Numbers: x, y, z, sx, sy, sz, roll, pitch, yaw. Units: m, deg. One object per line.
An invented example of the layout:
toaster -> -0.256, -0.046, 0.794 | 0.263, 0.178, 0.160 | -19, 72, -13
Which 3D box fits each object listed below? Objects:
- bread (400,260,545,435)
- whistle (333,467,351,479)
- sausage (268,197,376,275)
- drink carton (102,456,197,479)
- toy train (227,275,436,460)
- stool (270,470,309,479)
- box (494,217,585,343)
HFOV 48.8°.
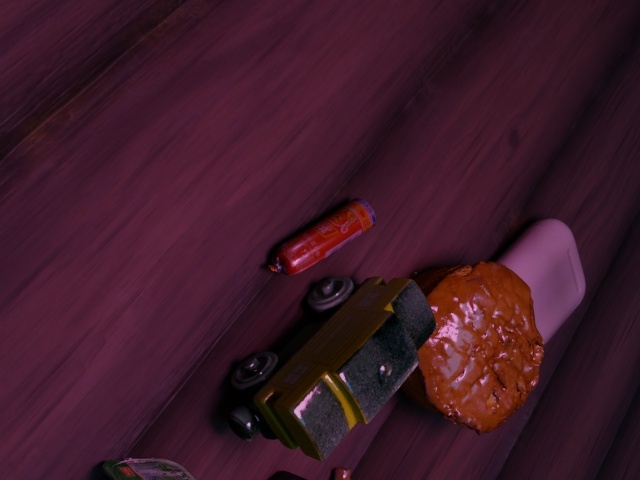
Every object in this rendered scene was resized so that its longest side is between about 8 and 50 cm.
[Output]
bread -> 0.338, 0.246, 1.638 | 0.399, 0.215, 0.397 | -2, 94, -32
whistle -> 0.040, 0.603, 1.514 | 0.057, 0.107, 0.219 | 26, 62, -48
sausage -> 0.000, 0.000, 1.438 | 0.274, 0.074, 0.074 | -33, 114, -33
drink carton -> -0.293, 0.461, 1.182 | 0.144, 0.146, 0.142 | 10, 95, -41
toy train -> 0.029, 0.228, 1.350 | 0.442, 0.273, 0.179 | -43, 117, -31
stool -> -0.048, 0.586, 1.399 | 0.232, 0.141, 0.232 | -4, 96, -42
box -> 0.585, 0.124, 1.914 | 0.349, 0.141, 0.288 | -39, 116, -32
